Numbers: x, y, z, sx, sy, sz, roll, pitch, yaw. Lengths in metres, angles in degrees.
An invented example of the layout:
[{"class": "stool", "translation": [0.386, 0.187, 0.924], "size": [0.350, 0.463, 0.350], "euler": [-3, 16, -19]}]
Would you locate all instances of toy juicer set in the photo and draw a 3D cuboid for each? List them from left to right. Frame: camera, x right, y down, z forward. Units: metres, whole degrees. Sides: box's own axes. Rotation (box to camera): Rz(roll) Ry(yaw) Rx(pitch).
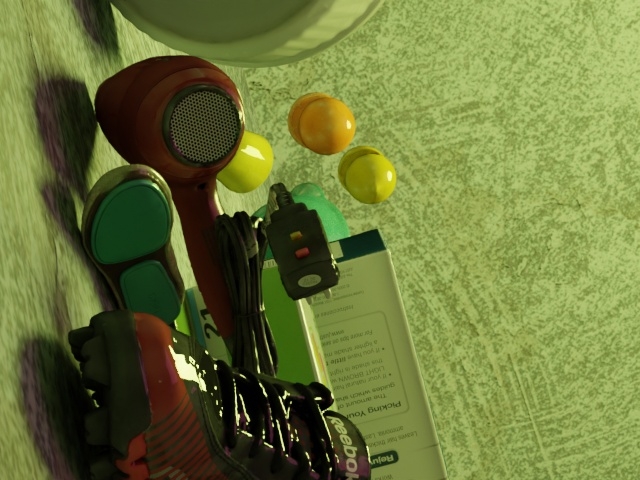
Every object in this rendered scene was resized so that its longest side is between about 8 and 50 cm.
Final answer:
[{"class": "toy juicer set", "translation": [0.000, 0.000, 1.800], "size": [0.089, 0.209, 0.329], "euler": [29, 42, -57]}]

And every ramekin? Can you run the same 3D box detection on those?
[{"class": "ramekin", "translation": [-0.068, -0.263, 1.363], "size": [0.127, 0.273, 0.272], "euler": [-45, 121, -72]}]

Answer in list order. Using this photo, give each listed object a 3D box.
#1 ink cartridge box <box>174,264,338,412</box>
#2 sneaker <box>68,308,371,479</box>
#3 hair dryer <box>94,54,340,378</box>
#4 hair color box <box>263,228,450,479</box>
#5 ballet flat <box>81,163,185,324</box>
[{"class": "ink cartridge box", "translation": [-0.045, 0.116, 1.387], "size": [0.255, 0.097, 0.188], "euler": [69, 7, -79]}, {"class": "sneaker", "translation": [-0.046, 0.108, 0.925], "size": [0.276, 0.135, 0.097], "euler": [70, 8, -57]}, {"class": "hair dryer", "translation": [-0.086, -0.013, 1.113], "size": [0.223, 0.080, 0.293], "euler": [104, -34, -48]}, {"class": "hair color box", "translation": [0.023, 0.181, 1.675], "size": [0.105, 0.174, 0.347], "euler": [-101, 176, -78]}, {"class": "ballet flat", "translation": [-0.117, -0.005, 1.042], "size": [0.168, 0.057, 0.052], "euler": [89, -21, -56]}]
